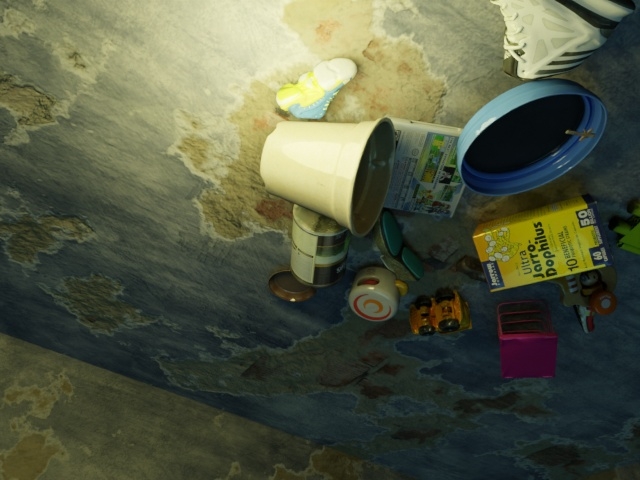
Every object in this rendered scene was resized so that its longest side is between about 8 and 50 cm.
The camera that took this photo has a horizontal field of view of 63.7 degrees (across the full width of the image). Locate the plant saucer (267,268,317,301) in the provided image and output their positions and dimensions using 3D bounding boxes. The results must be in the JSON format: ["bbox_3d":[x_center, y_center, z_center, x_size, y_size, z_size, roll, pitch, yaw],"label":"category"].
[{"bbox_3d":[-0.110,0.172,2.066,0.199,0.036,0.198,5,137,5],"label":"plant saucer"}]

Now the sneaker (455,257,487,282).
[{"bbox_3d":[0.588,0.118,1.898,0.189,0.066,0.071,26,151,-11],"label":"sneaker"}]

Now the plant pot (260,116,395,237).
[{"bbox_3d":[0.013,-0.206,1.455,0.306,0.333,0.333,16,140,20],"label":"plant pot"}]

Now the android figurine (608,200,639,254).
[{"bbox_3d":[1.081,-0.041,1.648,0.273,0.056,0.248,16,136,-7],"label":"android figurine"}]

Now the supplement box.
[{"bbox_3d":[0.685,0.008,1.606,0.357,0.195,0.194,-18,95,25],"label":"supplement box"}]

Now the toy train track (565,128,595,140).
[{"bbox_3d":[0.672,-0.280,1.333,0.083,0.014,0.048,4,152,-14],"label":"toy train track"}]

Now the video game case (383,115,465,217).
[{"bbox_3d":[0.309,-0.218,1.593,0.300,0.036,0.328,9,136,-1],"label":"video game case"}]

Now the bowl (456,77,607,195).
[{"bbox_3d":[0.556,-0.271,1.391,0.392,0.077,0.391,-9,148,-5],"label":"bowl"}]

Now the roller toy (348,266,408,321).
[{"bbox_3d":[0.212,0.199,1.965,0.191,0.146,0.209,30,134,-7],"label":"roller toy"}]

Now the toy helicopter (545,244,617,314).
[{"bbox_3d":[0.841,0.107,1.762,0.355,0.140,0.234,10,97,-3],"label":"toy helicopter"}]

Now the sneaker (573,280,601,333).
[{"bbox_3d":[1.024,0.252,1.935,0.119,0.107,0.279,-16,133,16],"label":"sneaker"}]

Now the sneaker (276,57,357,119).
[{"bbox_3d":[0.004,-0.409,1.416,0.240,0.091,0.126,-15,150,22],"label":"sneaker"}]

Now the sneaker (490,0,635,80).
[{"bbox_3d":[0.447,-0.502,1.173,0.448,0.169,0.257,16,135,-12],"label":"sneaker"}]

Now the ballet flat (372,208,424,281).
[{"bbox_3d":[0.249,0.030,1.815,0.123,0.123,0.348,-19,130,26],"label":"ballet flat"}]

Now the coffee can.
[{"bbox_3d":[0.000,0.000,1.746,0.202,0.201,0.275,7,137,1],"label":"coffee can"}]

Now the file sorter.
[{"bbox_3d":[0.817,0.396,2.058,0.202,0.182,0.290,-6,134,16],"label":"file sorter"}]

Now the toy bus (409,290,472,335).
[{"bbox_3d":[0.497,0.312,2.065,0.220,0.149,0.211,-23,145,32],"label":"toy bus"}]
